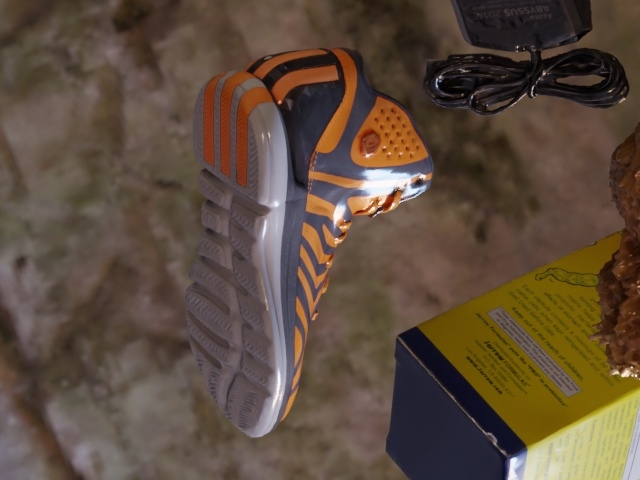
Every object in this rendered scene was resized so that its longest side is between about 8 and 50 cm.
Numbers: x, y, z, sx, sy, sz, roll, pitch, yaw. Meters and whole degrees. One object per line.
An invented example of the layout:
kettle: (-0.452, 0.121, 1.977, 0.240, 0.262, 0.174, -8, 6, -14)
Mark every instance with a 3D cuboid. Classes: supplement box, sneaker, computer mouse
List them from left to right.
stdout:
sneaker: (0.000, 0.000, 1.382, 0.124, 0.180, 0.321, 38, -45, 38)
computer mouse: (0.156, -0.228, 1.524, 0.272, 0.188, 0.072, 69, 31, -43)
supplement box: (0.270, 0.154, 1.910, 0.195, 0.356, 0.194, 48, -31, 36)

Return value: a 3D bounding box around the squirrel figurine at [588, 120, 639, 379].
squirrel figurine: (0.415, 0.055, 1.498, 0.397, 0.281, 0.370, 23, -30, 52)
